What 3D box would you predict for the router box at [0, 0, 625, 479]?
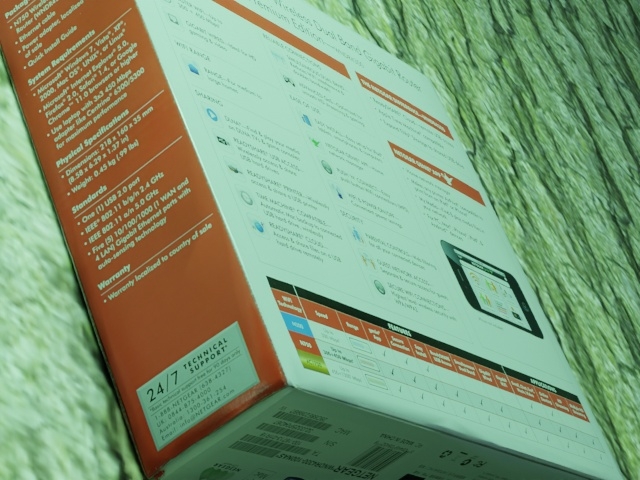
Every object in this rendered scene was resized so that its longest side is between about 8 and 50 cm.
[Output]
[{"bbox_3d":[0.000,0.000,0.914,0.335,0.082,0.301,24,37,-52],"label":"router box"}]
